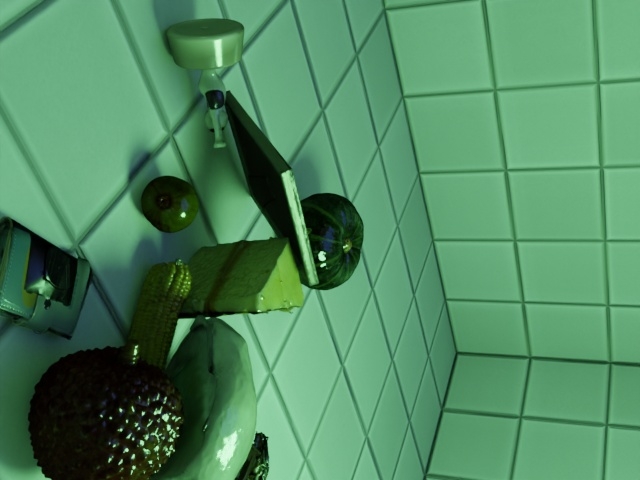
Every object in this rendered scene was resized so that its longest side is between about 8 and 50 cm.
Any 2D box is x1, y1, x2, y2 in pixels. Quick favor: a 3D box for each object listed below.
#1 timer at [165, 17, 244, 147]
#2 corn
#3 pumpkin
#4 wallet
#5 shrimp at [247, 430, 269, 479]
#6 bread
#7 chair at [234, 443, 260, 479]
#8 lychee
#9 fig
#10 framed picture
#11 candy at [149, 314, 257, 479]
[{"bbox_3d":[-0.254,-0.363,1.799,0.175,0.175,0.266,-53,147,-54],"label":"timer"},{"bbox_3d":[-0.352,0.189,1.626,0.102,0.102,0.313,51,49,-56],"label":"corn"},{"bbox_3d":[0.000,0.000,2.310,0.300,0.207,0.300,-32,129,-50],"label":"pumpkin"},{"bbox_3d":[-0.485,0.075,1.358,0.231,0.069,0.170,47,43,-59],"label":"wallet"},{"bbox_3d":[-0.220,0.660,1.985,0.233,0.071,0.365,46,54,-51],"label":"shrimp"},{"bbox_3d":[-0.196,0.140,1.777,0.236,0.263,0.198,-59,137,-55],"label":"bread"},{"bbox_3d":[-0.241,0.440,1.786,0.160,0.186,0.319,58,41,-41],"label":"chair"},{"bbox_3d":[-0.374,0.313,1.361,0.304,0.275,0.275,-66,157,7],"label":"lychee"},{"bbox_3d":[-0.322,-0.086,1.720,0.236,0.124,0.124,-91,177,-82],"label":"fig"},{"bbox_3d":[-0.124,-0.133,1.854,0.446,0.028,0.326,-126,-162,-50],"label":"framed picture"},{"bbox_3d":[-0.243,0.347,1.573,0.186,0.386,0.427,24,32,-24],"label":"candy"}]
